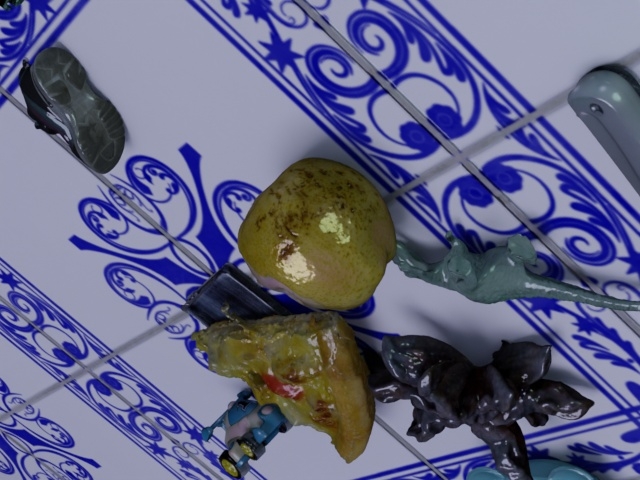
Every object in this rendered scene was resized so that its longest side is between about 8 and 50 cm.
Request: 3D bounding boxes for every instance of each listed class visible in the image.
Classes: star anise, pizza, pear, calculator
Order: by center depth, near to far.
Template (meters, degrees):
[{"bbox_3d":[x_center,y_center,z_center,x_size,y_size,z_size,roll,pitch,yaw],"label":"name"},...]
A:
[{"bbox_3d":[0.000,0.000,1.298,0.178,0.178,0.178,21,144,16],"label":"pear"},{"bbox_3d":[0.178,0.189,1.429,0.283,0.129,0.212,12,148,25],"label":"star anise"},{"bbox_3d":[-0.057,0.182,1.600,0.287,0.075,0.280,11,138,31],"label":"pizza"},{"bbox_3d":[-0.060,0.140,1.643,0.261,0.021,0.161,39,144,-9],"label":"calculator"}]

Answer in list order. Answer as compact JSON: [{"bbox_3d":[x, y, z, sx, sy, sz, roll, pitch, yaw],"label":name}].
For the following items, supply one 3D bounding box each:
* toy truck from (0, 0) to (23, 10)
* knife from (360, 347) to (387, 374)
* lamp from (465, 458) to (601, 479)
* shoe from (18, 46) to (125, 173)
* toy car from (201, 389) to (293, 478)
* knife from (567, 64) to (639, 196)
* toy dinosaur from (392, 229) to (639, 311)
[{"bbox_3d":[-0.348,-0.301,1.279,0.080,0.078,0.154,38,145,-6],"label":"toy truck"},{"bbox_3d":[0.156,0.177,1.521,0.230,0.028,0.060,18,130,18],"label":"knife"},{"bbox_3d":[0.314,0.409,1.566,0.209,0.147,0.284,-6,131,39],"label":"lamp"},{"bbox_3d":[-0.310,-0.153,1.443,0.099,0.071,0.169,-2,129,43],"label":"shoe"},{"bbox_3d":[-0.102,0.261,1.729,0.098,0.126,0.161,41,152,8],"label":"toy car"},{"bbox_3d":[0.313,-0.052,1.104,0.265,0.040,0.073,49,153,-22],"label":"knife"},{"bbox_3d":[0.209,0.036,1.243,0.383,0.076,0.129,13,173,36],"label":"toy dinosaur"}]
